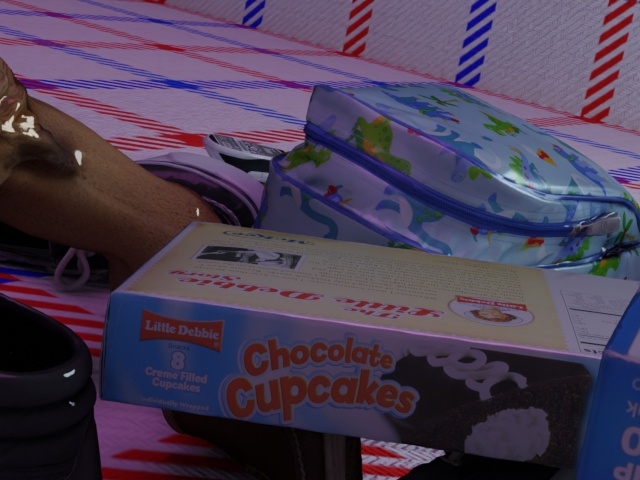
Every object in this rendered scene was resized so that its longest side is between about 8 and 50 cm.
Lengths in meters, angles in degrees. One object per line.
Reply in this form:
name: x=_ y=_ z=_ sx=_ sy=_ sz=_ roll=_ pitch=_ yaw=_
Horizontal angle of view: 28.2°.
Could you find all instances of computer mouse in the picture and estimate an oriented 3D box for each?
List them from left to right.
computer mouse: x=-0.058 y=-0.089 z=1.569 sx=0.193 sy=0.042 sz=0.106 roll=12 pitch=18 yaw=-19

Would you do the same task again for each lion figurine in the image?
lion figurine: x=-0.171 y=-0.031 z=0.840 sx=0.392 sy=0.142 sz=0.240 roll=19 pitch=-6 yaw=-36

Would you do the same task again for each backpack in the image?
backpack: x=0.094 y=-0.002 z=0.998 sx=0.356 sy=0.273 sz=0.290 roll=-20 pitch=47 yaw=-41

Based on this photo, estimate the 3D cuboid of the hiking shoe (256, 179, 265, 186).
hiking shoe: x=0.000 y=0.000 z=1.225 sx=0.227 sy=0.086 sz=0.114 roll=4 pitch=27 yaw=-3

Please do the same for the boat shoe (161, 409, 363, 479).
boat shoe: x=-0.048 y=0.103 z=0.773 sx=0.095 sy=0.095 sz=0.257 roll=-7 pitch=13 yaw=-14

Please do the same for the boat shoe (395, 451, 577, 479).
boat shoe: x=0.082 y=0.141 z=0.647 sx=0.091 sy=0.114 sz=0.302 roll=25 pitch=18 yaw=24

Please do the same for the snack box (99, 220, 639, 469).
snack box: x=0.066 y=0.053 z=0.663 sx=0.322 sy=0.060 sz=0.187 roll=8 pitch=11 yaw=5

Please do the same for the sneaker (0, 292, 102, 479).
sneaker: x=-0.235 y=0.076 z=0.585 sx=0.296 sy=0.146 sz=0.104 roll=9 pitch=16 yaw=-2

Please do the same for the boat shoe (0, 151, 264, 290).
boat shoe: x=-0.194 y=-0.020 z=1.059 sx=0.306 sy=0.113 sz=0.105 roll=11 pitch=20 yaw=9

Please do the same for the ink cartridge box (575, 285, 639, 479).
ink cartridge box: x=0.168 y=0.146 z=0.451 sx=0.168 sy=0.232 sz=0.171 roll=14 pitch=15 yaw=18
